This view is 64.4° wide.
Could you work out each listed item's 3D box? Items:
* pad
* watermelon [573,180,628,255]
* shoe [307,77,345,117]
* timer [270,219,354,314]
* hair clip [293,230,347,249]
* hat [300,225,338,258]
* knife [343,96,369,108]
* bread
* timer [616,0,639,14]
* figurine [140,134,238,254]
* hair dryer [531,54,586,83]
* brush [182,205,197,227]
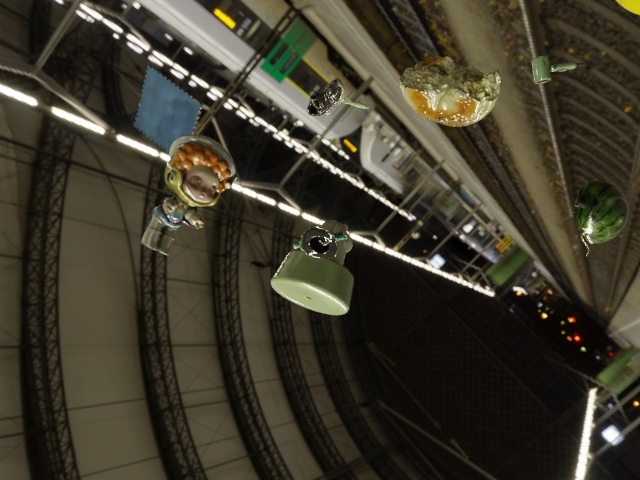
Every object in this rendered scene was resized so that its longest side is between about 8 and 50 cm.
[{"bbox_3d":[-0.562,-0.456,1.853,0.269,0.269,0.012,39,-144,9],"label":"pad"},{"bbox_3d":[0.920,-0.091,1.644,0.127,0.232,0.204,-5,114,50],"label":"watermelon"},{"bbox_3d":[0.005,-0.451,1.633,0.100,0.169,0.071,-21,-102,-38],"label":"shoe"},{"bbox_3d":[0.011,0.072,1.830,0.291,0.315,0.290,19,157,8],"label":"timer"},{"bbox_3d":[0.000,-0.001,1.610,0.049,0.173,0.049,166,90,-80],"label":"hair clip"},{"bbox_3d":[-0.001,0.002,1.508,0.121,0.121,0.050,39,-149,-14],"label":"hat"},{"bbox_3d":[0.125,-0.610,2.224,0.207,0.030,0.014,8,-160,-24],"label":"knife"},{"bbox_3d":[0.425,-0.462,1.613,0.314,0.171,0.192,15,155,32],"label":"bread"},{"bbox_3d":[0.711,-0.600,1.080,0.285,0.285,0.285,40,-167,-11],"label":"timer"},{"bbox_3d":[-0.440,-0.151,1.568,0.205,0.381,0.224,24,159,42],"label":"figurine"},{"bbox_3d":[0.691,-0.501,1.466,0.047,0.150,0.071,-33,-65,-85],"label":"hair dryer"},{"bbox_3d":[-0.433,-0.126,1.678,0.063,0.016,0.193,35,-142,-47],"label":"brush"}]
